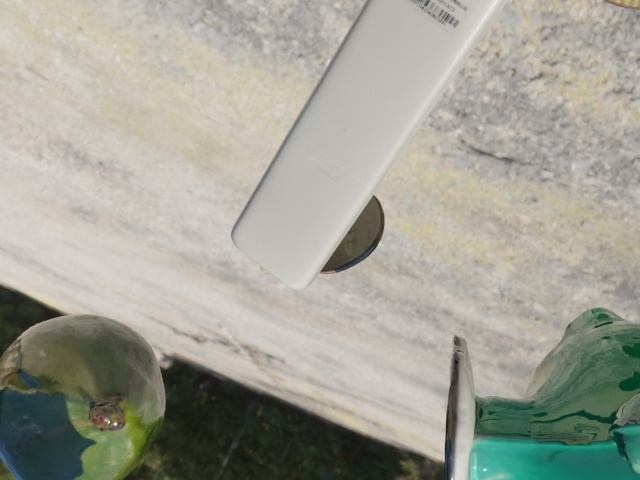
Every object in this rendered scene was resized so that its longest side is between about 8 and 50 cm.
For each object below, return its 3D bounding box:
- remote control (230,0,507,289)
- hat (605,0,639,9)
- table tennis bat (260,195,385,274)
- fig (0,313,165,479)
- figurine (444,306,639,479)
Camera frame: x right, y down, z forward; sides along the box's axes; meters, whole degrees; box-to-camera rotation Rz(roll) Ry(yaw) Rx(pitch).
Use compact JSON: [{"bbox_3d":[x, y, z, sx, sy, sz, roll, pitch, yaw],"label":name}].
[{"bbox_3d":[0.025,-0.076,0.514,0.067,0.029,0.261,37,123,5],"label":"remote control"},{"bbox_3d":[0.300,-0.286,0.704,0.193,0.193,0.082,29,-166,-17],"label":"hat"},{"bbox_3d":[0.000,0.000,0.899,0.156,0.087,0.013,-24,147,27],"label":"table tennis bat"},{"bbox_3d":[-0.236,0.173,0.869,0.195,0.195,0.245,34,157,-32],"label":"fig"},{"bbox_3d":[0.261,0.164,0.616,0.340,0.231,0.324,3,159,9],"label":"figurine"}]
